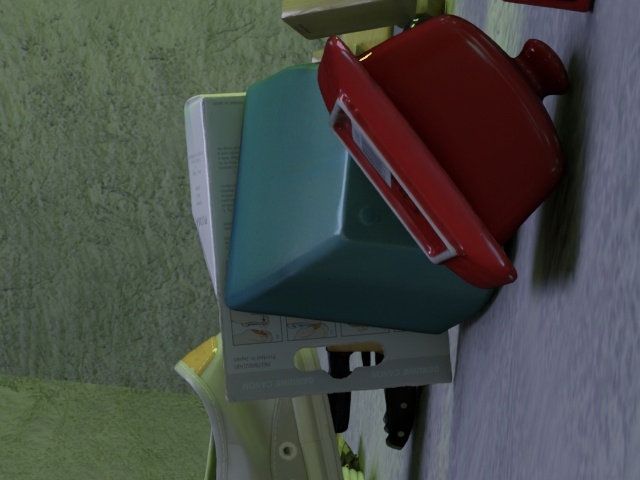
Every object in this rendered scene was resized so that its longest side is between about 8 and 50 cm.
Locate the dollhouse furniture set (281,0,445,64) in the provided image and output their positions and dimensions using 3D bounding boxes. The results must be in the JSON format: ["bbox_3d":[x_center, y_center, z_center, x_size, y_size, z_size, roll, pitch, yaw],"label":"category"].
[{"bbox_3d":[0.045,-0.238,1.861,0.151,0.144,0.123,31,-122,-52],"label":"dollhouse furniture set"}]

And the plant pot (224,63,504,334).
[{"bbox_3d":[0.042,-0.032,1.329,0.234,0.165,0.166,157,119,-78],"label":"plant pot"}]

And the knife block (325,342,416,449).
[{"bbox_3d":[0.048,0.042,1.660,0.276,0.088,0.242,102,167,-75],"label":"knife block"}]

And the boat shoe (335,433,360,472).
[{"bbox_3d":[0.021,0.261,2.252,0.056,0.049,0.152,-52,6,17],"label":"boat shoe"}]

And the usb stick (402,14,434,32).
[{"bbox_3d":[0.081,-0.119,1.861,0.278,0.045,0.077,104,173,-68],"label":"usb stick"}]

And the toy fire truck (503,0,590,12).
[{"bbox_3d":[0.128,-0.226,1.072,0.135,0.047,0.192,-96,13,-75],"label":"toy fire truck"}]

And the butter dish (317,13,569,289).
[{"bbox_3d":[0.082,-0.064,1.083,0.160,0.118,0.160,52,176,2],"label":"butter dish"}]

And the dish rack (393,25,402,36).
[{"bbox_3d":[0.081,-0.347,2.166,0.333,0.072,0.286,101,174,-72],"label":"dish rack"}]

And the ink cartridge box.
[{"bbox_3d":[0.000,0.000,1.472,0.056,0.181,0.225,173,93,-72],"label":"ink cartridge box"}]

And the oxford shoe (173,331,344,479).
[{"bbox_3d":[-0.031,0.277,1.675,0.169,0.130,0.449,-173,70,-82],"label":"oxford shoe"}]

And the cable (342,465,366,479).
[{"bbox_3d":[0.001,0.354,2.062,0.257,0.089,0.257,103,173,-76],"label":"cable"}]
